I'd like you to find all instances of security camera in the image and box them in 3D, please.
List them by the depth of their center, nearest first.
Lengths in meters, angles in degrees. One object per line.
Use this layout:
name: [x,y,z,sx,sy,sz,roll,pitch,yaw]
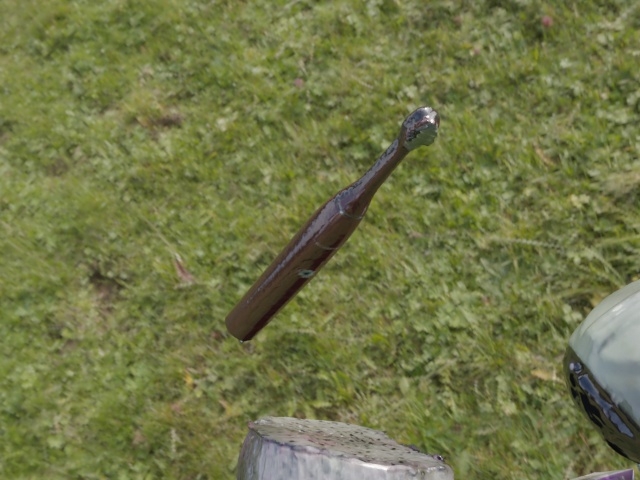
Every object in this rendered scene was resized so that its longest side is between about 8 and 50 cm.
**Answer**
security camera: [0.341,0.145,0.756,0.191,0.277,0.197,-38,29,11]

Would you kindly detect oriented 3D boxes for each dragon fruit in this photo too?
dragon fruit: [0.005,0.325,0.963,0.283,0.204,0.221,180,95,-72]

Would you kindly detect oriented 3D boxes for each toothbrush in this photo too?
toothbrush: [0.000,-0.001,0.745,0.364,0.041,0.040,-47,35,46]

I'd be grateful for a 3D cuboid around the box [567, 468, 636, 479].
box: [0.281,0.262,0.865,0.051,0.117,0.036,-23,70,44]
